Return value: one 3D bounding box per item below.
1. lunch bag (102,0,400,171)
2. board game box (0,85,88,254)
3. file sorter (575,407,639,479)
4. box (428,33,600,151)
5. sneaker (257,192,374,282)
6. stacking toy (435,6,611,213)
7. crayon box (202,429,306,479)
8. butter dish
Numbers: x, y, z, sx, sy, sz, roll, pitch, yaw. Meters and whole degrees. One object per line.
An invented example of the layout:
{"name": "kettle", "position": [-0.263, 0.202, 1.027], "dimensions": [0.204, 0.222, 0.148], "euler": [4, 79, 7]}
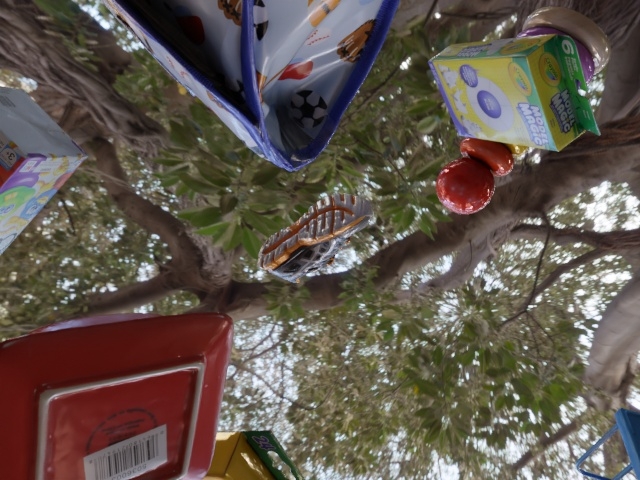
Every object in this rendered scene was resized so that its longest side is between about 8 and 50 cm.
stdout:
{"name": "lunch bag", "position": [-0.096, -0.287, 0.450], "dimensions": [0.239, 0.385, 0.328], "euler": [-32, -114, -30]}
{"name": "board game box", "position": [-0.500, -0.072, 0.706], "dimensions": [0.275, 0.144, 0.142], "euler": [-43, -87, 11]}
{"name": "file sorter", "position": [0.305, 0.255, 0.416], "dimensions": [0.118, 0.170, 0.104], "euler": [15, -54, 1]}
{"name": "box", "position": [0.194, -0.150, 0.513], "dimensions": [0.043, 0.179, 0.105], "euler": [-38, -64, -10]}
{"name": "sneaker", "position": [0.000, 0.000, 0.781], "dimensions": [0.215, 0.083, 0.084], "euler": [-28, -144, 32]}
{"name": "stacking toy", "position": [0.294, -0.188, 0.785], "dimensions": [0.141, 0.141, 0.330], "euler": [37, -86, 18]}
{"name": "crayon box", "position": [-0.192, 0.419, 0.858], "dimensions": [0.323, 0.083, 0.203], "euler": [-11, -58, 25]}
{"name": "butter dish", "position": [-0.163, 0.111, 0.367], "dimensions": [0.118, 0.160, 0.159], "euler": [28, -68, 45]}
